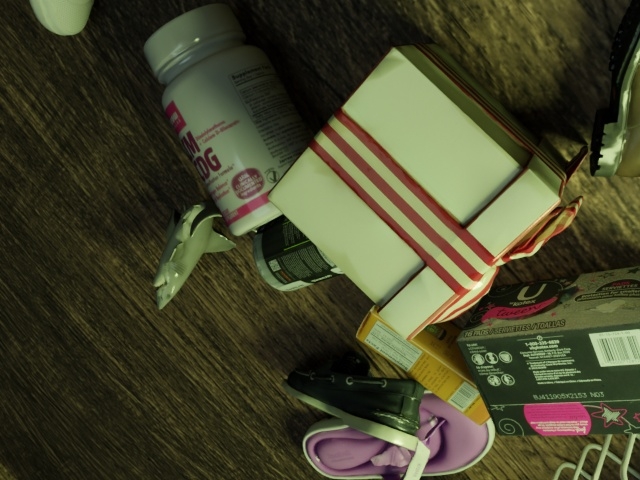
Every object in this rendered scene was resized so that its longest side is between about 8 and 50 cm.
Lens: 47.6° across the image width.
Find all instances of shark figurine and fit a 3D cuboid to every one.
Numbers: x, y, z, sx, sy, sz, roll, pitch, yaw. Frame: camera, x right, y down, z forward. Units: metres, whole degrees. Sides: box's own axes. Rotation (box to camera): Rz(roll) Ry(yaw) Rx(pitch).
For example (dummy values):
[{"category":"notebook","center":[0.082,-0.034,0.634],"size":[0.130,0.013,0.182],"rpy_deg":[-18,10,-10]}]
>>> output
[{"category":"shark figurine","center":[-0.186,-0.008,1.201],"size":[0.116,0.166,0.278],"rpy_deg":[18,142,-22]}]

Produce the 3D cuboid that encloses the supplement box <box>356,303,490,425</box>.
[{"category":"supplement box","center":[0.173,0.170,1.091],"size":[0.233,0.078,0.080],"rpy_deg":[37,136,9]}]

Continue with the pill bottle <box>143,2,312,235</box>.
[{"category":"pill bottle","center":[-0.115,-0.163,0.991],"size":[0.160,0.160,0.283],"rpy_deg":[-27,92,42]}]

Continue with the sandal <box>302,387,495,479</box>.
[{"category":"sandal","center":[0.118,0.362,1.237],"size":[0.416,0.102,0.169],"rpy_deg":[-31,100,42]}]

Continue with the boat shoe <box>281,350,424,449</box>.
[{"category":"boat shoe","center":[0.051,0.237,1.182],"size":[0.127,0.113,0.340],"rpy_deg":[25,170,-23]}]

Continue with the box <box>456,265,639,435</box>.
[{"category":"box","center":[0.330,0.139,0.921],"size":[0.247,0.142,0.163],"rpy_deg":[-13,110,38]}]

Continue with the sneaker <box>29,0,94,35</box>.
[{"category":"sneaker","center":[-0.316,-0.397,1.020],"size":[0.169,0.108,0.292],"rpy_deg":[33,131,15]}]

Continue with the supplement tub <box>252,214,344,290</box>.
[{"category":"supplement tub","center":[0.000,0.000,1.066],"size":[0.190,0.117,0.117],"rpy_deg":[-20,106,41]}]

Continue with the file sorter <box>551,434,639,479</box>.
[{"category":"file sorter","center":[0.438,0.338,0.948],"size":[0.173,0.193,0.277],"rpy_deg":[38,133,10]}]

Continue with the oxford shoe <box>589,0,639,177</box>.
[{"category":"oxford shoe","center":[0.350,-0.171,0.756],"size":[0.096,0.082,0.227],"rpy_deg":[6,126,11]}]

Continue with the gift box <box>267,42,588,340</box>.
[{"category":"gift box","center":[0.144,-0.069,0.842],"size":[0.258,0.276,0.255],"rpy_deg":[45,120,5]}]
